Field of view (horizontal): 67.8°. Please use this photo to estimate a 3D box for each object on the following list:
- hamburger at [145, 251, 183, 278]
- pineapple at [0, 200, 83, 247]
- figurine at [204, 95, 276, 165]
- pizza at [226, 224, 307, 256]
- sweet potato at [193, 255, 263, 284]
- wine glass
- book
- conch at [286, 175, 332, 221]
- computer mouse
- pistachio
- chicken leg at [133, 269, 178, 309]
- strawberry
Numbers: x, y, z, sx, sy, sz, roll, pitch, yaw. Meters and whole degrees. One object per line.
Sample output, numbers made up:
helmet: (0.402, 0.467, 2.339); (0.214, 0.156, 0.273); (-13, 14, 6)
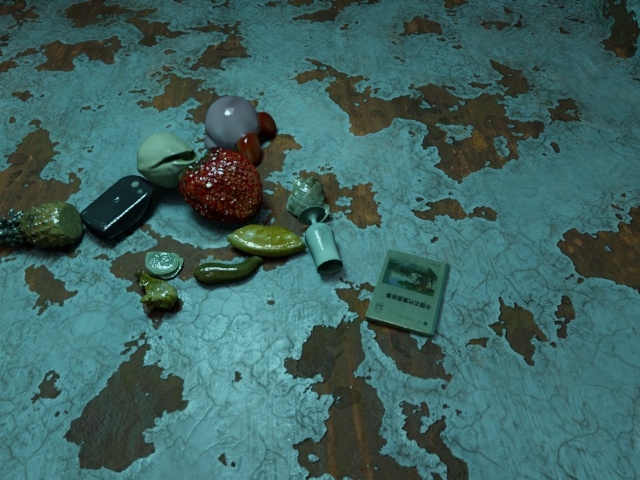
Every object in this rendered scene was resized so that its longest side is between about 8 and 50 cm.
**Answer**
hamburger: (-0.522, 0.085, 1.581); (0.121, 0.054, 0.084); (1, 49, -5)
pineapple: (-1.019, -0.040, 1.657); (0.340, 0.169, 0.169); (-10, 51, 5)
figurine: (-0.340, -0.474, 1.923); (0.261, 0.211, 0.270); (14, 52, 14)
pizza: (-0.183, 0.000, 1.621); (0.271, 0.056, 0.134); (-2, 40, -6)
sweet potato: (-0.299, 0.097, 1.556); (0.233, 0.062, 0.081); (-10, 47, -9)
wine glass: (0.000, 0.000, 1.593); (0.103, 0.103, 0.231); (-14, 56, -8)
book: (0.279, 0.157, 1.500); (0.215, 0.025, 0.283); (13, 51, 12)
conch: (-0.044, -0.144, 1.732); (0.155, 0.130, 0.207); (-42, 80, 11)
computer mouse: (-0.719, -0.115, 1.721); (0.170, 0.100, 0.269); (29, 62, 28)
pistachio: (-0.565, -0.297, 1.760); (0.226, 0.208, 0.332); (-15, 12, -20)
chicken leg: (-0.535, 0.157, 1.510); (0.207, 0.085, 0.101); (29, 69, 34)
strawberry: (-0.340, -0.175, 1.674); (0.288, 0.250, 0.238); (47, 57, 4)
